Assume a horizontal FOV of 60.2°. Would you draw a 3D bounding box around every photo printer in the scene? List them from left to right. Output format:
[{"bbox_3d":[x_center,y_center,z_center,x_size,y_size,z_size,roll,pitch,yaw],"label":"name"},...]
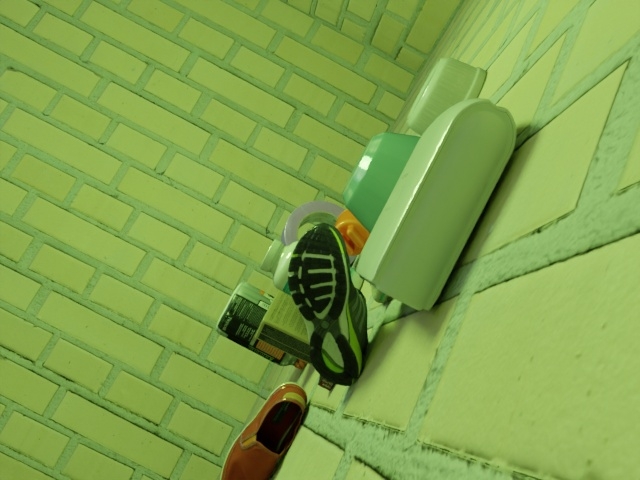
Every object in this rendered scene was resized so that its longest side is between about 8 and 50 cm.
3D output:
[{"bbox_3d":[0.166,-0.059,0.821,0.308,0.107,0.256,-63,2,0],"label":"photo printer"}]

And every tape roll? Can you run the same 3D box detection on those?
[{"bbox_3d":[0.000,0.000,1.967,0.275,0.274,0.090,-63,2,-26],"label":"tape roll"}]

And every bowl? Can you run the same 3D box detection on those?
[{"bbox_3d":[0.167,-0.162,1.464,0.312,0.163,0.311,-63,3,5],"label":"bowl"}]

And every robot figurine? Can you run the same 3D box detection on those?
[{"bbox_3d":[0.108,-0.032,1.793,0.219,0.128,0.158,-69,-8,-67],"label":"robot figurine"}]

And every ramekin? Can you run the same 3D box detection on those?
[{"bbox_3d":[0.290,-0.332,1.310,0.207,0.109,0.207,-62,2,3],"label":"ramekin"}]

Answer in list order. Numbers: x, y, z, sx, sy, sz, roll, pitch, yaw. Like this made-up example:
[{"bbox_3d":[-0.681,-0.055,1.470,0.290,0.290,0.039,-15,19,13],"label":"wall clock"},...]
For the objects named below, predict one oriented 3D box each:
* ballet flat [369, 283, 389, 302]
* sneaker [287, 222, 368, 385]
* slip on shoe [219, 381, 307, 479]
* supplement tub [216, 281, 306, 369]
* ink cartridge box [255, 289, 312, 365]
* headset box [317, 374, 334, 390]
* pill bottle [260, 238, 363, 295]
[{"bbox_3d":[0.115,0.080,1.101,0.168,0.057,0.052,-69,-3,-77],"label":"ballet flat"},{"bbox_3d":[0.023,0.102,0.969,0.121,0.111,0.300,-52,-41,-55],"label":"sneaker"},{"bbox_3d":[-0.137,0.490,1.304,0.331,0.123,0.101,-58,6,-1],"label":"slip on shoe"},{"bbox_3d":[-0.167,0.288,1.827,0.194,0.316,0.193,-61,2,4],"label":"supplement tub"},{"bbox_3d":[-0.059,0.225,1.620,0.088,0.193,0.235,-63,1,36],"label":"ink cartridge box"},{"bbox_3d":[0.025,0.269,1.159,0.083,0.032,0.062,-63,1,18],"label":"headset box"},{"bbox_3d":[-0.027,0.096,1.503,0.146,0.264,0.146,-62,2,5],"label":"pill bottle"}]
